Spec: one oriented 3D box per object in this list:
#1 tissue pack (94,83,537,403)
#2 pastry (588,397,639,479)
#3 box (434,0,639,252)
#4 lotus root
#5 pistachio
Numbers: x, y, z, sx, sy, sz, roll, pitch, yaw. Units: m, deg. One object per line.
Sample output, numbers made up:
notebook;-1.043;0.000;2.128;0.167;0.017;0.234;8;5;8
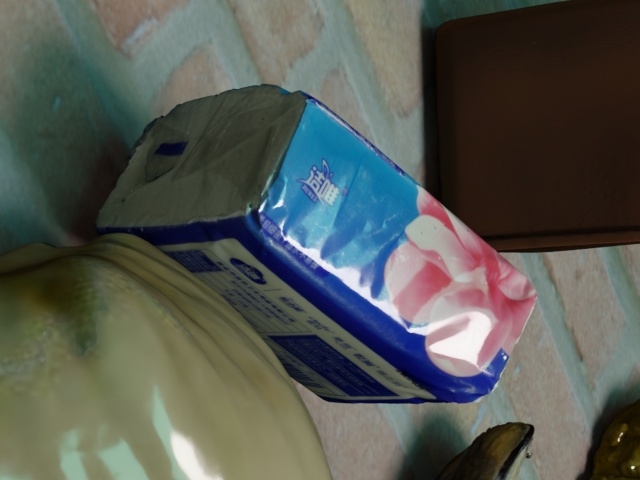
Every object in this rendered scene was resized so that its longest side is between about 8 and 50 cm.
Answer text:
tissue pack;-0.002;0.008;1.489;0.269;0.209;0.137;37;62;-32
pastry;0.385;0.280;2.160;0.235;0.132;0.240;-16;100;-54
box;0.289;-0.108;1.876;0.239;0.339;0.229;-4;89;-54
lotus root;0.100;0.303;1.804;0.167;0.078;0.329;92;24;-54
pistachio;-0.139;0.168;1.342;0.445;0.281;0.365;57;25;-52
